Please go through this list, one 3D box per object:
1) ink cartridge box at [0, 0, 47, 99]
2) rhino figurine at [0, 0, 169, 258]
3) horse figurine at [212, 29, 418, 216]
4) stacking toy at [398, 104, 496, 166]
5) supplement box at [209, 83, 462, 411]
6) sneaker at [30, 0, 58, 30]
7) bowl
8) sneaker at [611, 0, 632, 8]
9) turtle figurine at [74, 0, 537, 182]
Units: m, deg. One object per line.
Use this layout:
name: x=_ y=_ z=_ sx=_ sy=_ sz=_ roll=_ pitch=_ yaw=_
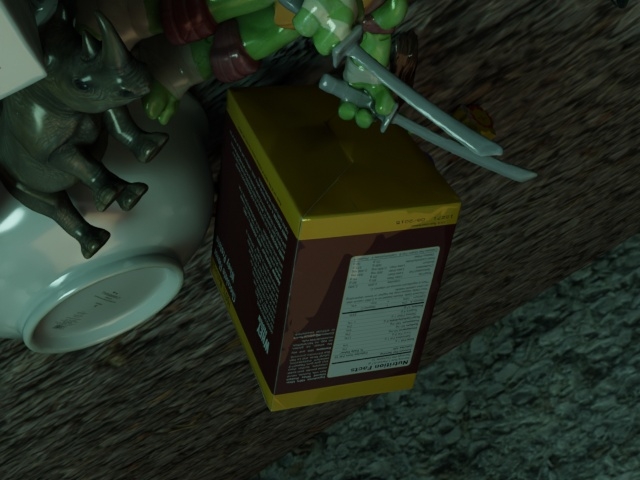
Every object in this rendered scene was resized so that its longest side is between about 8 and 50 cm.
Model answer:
ink cartridge box: x=-0.260 y=-0.107 z=0.450 sx=0.219 sy=0.093 sz=0.160 roll=-28 pitch=132 yaw=-3
rhino figurine: x=-0.156 y=-0.074 z=0.622 sx=0.073 sy=0.106 sz=0.243 roll=-51 pitch=-178 yaw=-27
horse figurine: x=-0.004 y=-0.096 z=0.966 sx=0.263 sy=0.066 sz=0.174 roll=-31 pitch=166 yaw=-1
stacking toy: x=0.082 y=-0.090 z=1.147 sx=0.221 sy=0.052 sz=0.167 roll=-6 pitch=149 yaw=-46
supplement box: x=0.000 y=0.000 z=0.824 sx=0.129 sy=0.191 sz=0.194 roll=-6 pitch=128 yaw=-21
sneaker: x=-0.143 y=-0.174 z=0.596 sx=0.152 sy=0.054 sz=0.061 roll=-41 pitch=161 yaw=30
bowl: x=-0.205 y=0.003 z=0.841 sx=0.297 sy=0.134 sz=0.298 roll=-26 pitch=160 yaw=-10
sneaker: x=0.323 y=-0.289 z=0.986 sx=0.058 sy=0.052 sz=0.135 roll=-36 pitch=170 yaw=-10
turtle figurine: x=-0.009 y=-0.115 z=0.659 sx=0.266 sy=0.275 sz=0.198 roll=-11 pitch=-161 yaw=17
